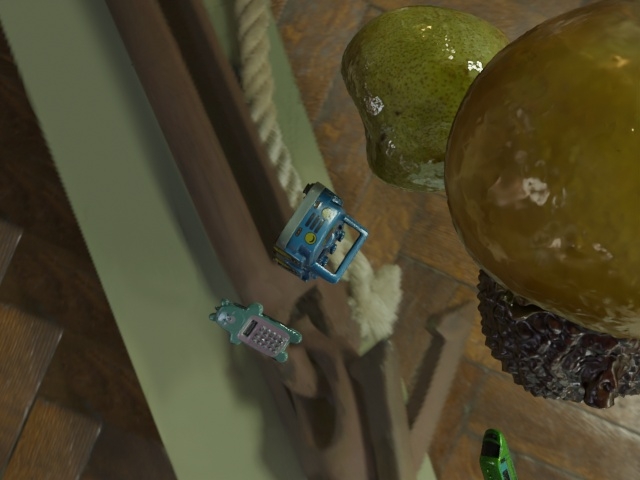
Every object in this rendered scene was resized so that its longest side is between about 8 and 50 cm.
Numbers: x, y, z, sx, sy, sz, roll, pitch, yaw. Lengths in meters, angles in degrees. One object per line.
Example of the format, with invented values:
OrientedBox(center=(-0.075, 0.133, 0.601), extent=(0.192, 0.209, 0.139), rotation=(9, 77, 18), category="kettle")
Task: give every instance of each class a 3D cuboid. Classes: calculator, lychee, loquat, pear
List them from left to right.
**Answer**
OrientedBox(center=(-0.102, 0.137, 1.627), extent=(0.141, 0.019, 0.094), rotation=(30, 125, -8), category="calculator")
OrientedBox(center=(0.142, -0.172, 1.249), extent=(0.211, 0.188, 0.228), rotation=(-17, 119, 3), category="pear")
OrientedBox(center=(0.357, 0.072, 1.438), extent=(0.306, 0.306, 0.330), rotation=(2, 56, -11), category="lychee")
OrientedBox(center=(0.226, -0.049, 0.812), extent=(0.275, 0.275, 0.275), rotation=(-2, 100, -10), category="loquat")

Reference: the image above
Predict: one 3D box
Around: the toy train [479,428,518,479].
OrientedBox(center=(0.296, 0.407, 1.710), extent=(0.042, 0.044, 0.209), rotation=(-30, 108, -38), category="toy train")

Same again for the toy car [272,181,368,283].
OrientedBox(center=(0.000, 0.000, 1.362), extent=(0.100, 0.191, 0.097), rotation=(32, 80, 5), category="toy car")
